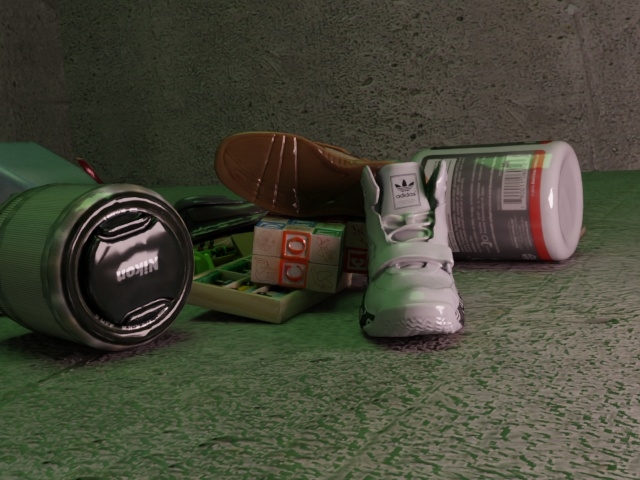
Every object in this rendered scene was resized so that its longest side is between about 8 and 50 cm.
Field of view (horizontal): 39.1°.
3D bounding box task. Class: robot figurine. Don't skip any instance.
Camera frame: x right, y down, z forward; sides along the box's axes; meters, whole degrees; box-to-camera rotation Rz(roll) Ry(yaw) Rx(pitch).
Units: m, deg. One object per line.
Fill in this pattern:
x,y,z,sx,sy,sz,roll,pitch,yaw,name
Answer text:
-0.239,0.047,1.608,0.101,0.067,0.115,-17,12,-22,robot figurine

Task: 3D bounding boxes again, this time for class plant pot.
-0.534,-0.026,1.678,0.252,0.248,0.247,22,13,17,plant pot

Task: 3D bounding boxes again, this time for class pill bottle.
0.270,-0.068,1.627,0.362,0.210,0.210,0,10,30,pill bottle

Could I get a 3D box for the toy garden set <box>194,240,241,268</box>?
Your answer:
-0.195,0.026,1.791,0.203,0.049,0.244,-12,11,-44,toy garden set

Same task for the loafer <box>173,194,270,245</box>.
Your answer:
-0.141,-0.033,1.795,0.302,0.095,0.109,-2,-25,-21,loafer

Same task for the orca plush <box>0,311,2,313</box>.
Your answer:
-0.565,0.071,1.499,0.287,0.102,0.151,2,11,39,orca plush

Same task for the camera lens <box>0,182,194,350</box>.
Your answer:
-0.326,0.031,1.247,0.219,0.220,0.274,-12,11,-43,camera lens

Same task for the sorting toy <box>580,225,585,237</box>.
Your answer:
0.462,-0.030,1.828,0.132,0.046,0.274,-1,9,24,sorting toy

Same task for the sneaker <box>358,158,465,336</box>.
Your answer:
0.115,0.002,1.229,0.137,0.210,0.366,-4,8,4,sneaker

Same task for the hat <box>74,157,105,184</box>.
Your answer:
-0.369,-0.067,1.835,0.172,0.184,0.208,-12,-16,6,hat

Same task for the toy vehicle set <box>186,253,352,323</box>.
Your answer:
-0.076,0.066,1.409,0.165,0.035,0.267,10,13,23,toy vehicle set

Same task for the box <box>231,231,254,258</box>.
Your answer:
-0.062,0.024,1.643,0.164,0.021,0.201,-8,26,-16,box

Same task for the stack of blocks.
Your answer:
0.000,0.000,1.441,0.171,0.087,0.297,6,12,6,stack of blocks

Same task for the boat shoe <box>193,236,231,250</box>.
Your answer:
-0.337,-0.007,1.954,0.285,0.089,0.104,-6,8,-12,boat shoe

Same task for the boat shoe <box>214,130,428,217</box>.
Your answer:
-0.003,-0.099,1.430,0.341,0.123,0.123,7,4,-12,boat shoe
